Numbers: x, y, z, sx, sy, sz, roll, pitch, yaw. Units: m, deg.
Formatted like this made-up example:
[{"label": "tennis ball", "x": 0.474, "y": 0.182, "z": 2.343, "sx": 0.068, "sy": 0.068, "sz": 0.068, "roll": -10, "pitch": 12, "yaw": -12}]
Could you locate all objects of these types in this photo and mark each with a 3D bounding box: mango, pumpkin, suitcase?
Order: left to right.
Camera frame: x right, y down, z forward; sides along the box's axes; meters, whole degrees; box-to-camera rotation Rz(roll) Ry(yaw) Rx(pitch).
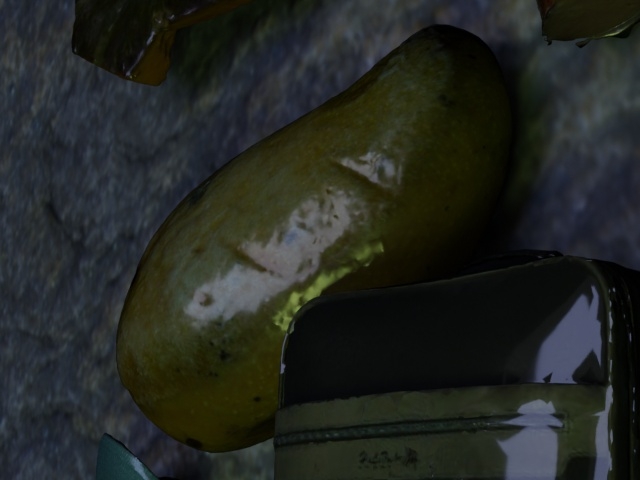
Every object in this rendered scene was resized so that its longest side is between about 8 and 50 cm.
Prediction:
[{"label": "pumpkin", "x": -0.121, "y": -0.251, "z": 1.360, "sx": 0.290, "sy": 0.095, "sz": 0.258, "roll": -31, "pitch": 53, "yaw": 38}, {"label": "mango", "x": 0.003, "y": 0.008, "z": 1.095, "sx": 0.329, "sy": 0.175, "sz": 0.176, "roll": -34, "pitch": 85, "yaw": 17}, {"label": "suitcase", "x": 0.094, "y": 0.217, "z": 0.887, "sx": 0.283, "sy": 0.194, "sz": 0.433, "roll": -12, "pitch": 70, "yaw": 49}]

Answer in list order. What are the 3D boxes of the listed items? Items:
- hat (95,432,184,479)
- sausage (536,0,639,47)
[{"label": "hat", "x": -0.119, "y": 0.233, "z": 1.242, "sx": 0.138, "sy": 0.078, "sz": 0.191, "roll": 28, "pitch": 121, "yaw": 59}, {"label": "sausage", "x": 0.146, "y": -0.296, "z": 1.064, "sx": 0.082, "sy": 0.082, "sz": 0.371, "roll": -33, "pitch": 55, "yaw": 41}]
